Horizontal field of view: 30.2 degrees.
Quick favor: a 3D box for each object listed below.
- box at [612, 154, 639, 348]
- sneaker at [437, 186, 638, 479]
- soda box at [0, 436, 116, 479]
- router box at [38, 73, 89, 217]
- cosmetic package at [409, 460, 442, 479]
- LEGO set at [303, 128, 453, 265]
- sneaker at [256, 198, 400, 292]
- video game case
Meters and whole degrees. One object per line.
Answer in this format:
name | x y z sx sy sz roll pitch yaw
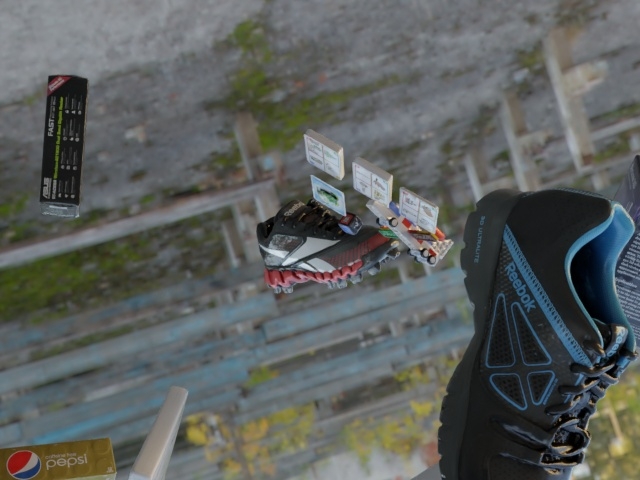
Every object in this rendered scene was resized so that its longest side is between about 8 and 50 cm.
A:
box | 0.432 0.015 1.587 0.108 0.207 0.153 20 -151 -1
sneaker | 0.188 0.119 1.004 0.139 0.341 0.125 -3 172 44
soda box | -0.373 0.316 1.614 0.181 0.061 0.058 -2 139 -20
router box | -0.240 -0.087 1.112 0.038 0.122 0.092 4 174 -11
cosmetic package | 0.198 0.421 1.905 0.231 0.085 0.117 -35 -167 11
LEGO set | 0.073 -0.050 1.452 0.060 0.182 0.244 -55 165 -16
sneaker | 0.000 0.000 1.789 0.276 0.135 0.097 -8 -162 47
video game case | -0.197 0.293 1.293 0.026 0.206 0.227 16 -165 -1
